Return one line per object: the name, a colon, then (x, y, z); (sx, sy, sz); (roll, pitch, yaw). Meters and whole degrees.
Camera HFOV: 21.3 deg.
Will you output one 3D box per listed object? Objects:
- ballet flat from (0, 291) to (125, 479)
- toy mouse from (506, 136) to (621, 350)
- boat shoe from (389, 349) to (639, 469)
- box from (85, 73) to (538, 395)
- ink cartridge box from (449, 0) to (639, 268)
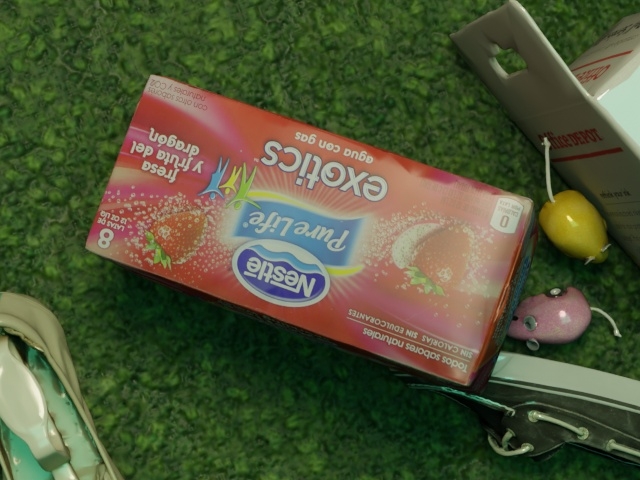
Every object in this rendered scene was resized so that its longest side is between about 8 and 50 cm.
ballet flat: (-0.172, 0.152, 1.107); (0.086, 0.086, 0.248); (-24, 93, -10)
toy mouse: (0.141, 0.033, 1.171); (0.143, 0.031, 0.161); (-36, 116, 6)
boat shoe: (0.148, 0.116, 1.165); (0.219, 0.078, 0.070); (13, 85, -11)
box: (0.000, 0.000, 1.080); (0.257, 0.128, 0.122); (19, 85, 11)
ink cartridge box: (0.255, -0.047, 1.122); (0.119, 0.207, 0.353); (-42, 96, -5)
